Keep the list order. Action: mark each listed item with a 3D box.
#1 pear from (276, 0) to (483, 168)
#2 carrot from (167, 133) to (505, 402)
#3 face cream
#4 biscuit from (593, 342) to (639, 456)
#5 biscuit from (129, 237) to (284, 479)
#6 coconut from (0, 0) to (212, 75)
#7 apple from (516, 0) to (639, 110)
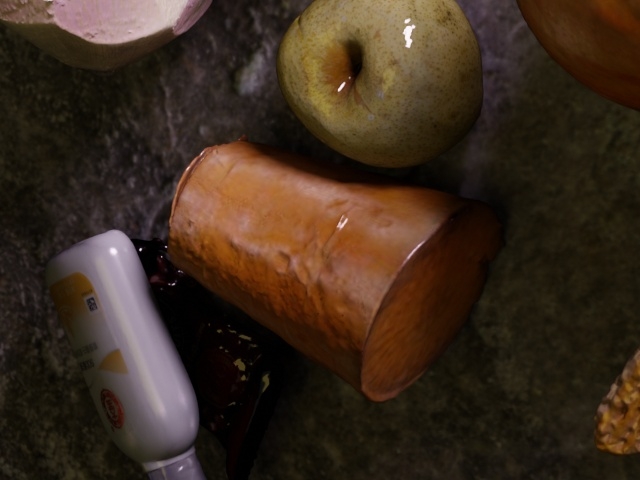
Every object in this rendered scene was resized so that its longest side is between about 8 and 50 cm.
[{"bbox_3d":[0.052,-0.141,1.342,0.167,0.136,0.167,9,108,32],"label":"pear"},{"bbox_3d":[0.000,0.000,1.401,0.254,0.196,0.196,29,119,27],"label":"carrot"},{"bbox_3d":[-0.172,0.137,1.546,0.144,0.071,0.291,-20,92,58],"label":"face cream"},{"bbox_3d":[0.321,0.018,1.246,0.054,0.094,0.379,38,123,17],"label":"biscuit"},{"bbox_3d":[-0.123,0.109,1.582,0.235,0.063,0.151,39,122,26],"label":"biscuit"},{"bbox_3d":[-0.197,-0.256,1.409,0.227,0.227,0.230,15,106,29],"label":"coconut"},{"bbox_3d":[0.263,-0.214,1.095,0.233,0.286,0.286,25,118,28],"label":"apple"}]
